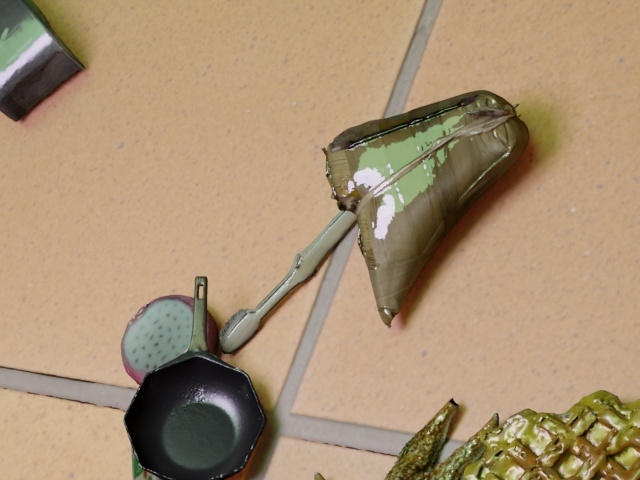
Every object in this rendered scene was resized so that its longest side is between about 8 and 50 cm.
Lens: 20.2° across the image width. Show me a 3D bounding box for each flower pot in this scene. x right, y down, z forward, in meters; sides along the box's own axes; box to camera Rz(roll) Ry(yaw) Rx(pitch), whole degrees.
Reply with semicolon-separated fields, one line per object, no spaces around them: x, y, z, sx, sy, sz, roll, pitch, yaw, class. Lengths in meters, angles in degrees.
-0.378;-0.242;2.109;0.108;0.103;0.229;-42;50;3;flower pot

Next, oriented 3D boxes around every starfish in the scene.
0.080;0.237;1.578;0.217;0.050;0.223;27;83;31;starfish

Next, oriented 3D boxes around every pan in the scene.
-0.103;0.147;1.724;0.128;0.048;0.202;22;65;11;pan

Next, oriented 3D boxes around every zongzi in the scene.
0.114;-0.034;1.694;0.194;0.099;0.197;-20;70;14;zongzi

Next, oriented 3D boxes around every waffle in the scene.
0.226;0.238;1.471;0.245;0.052;0.254;-13;56;18;waffle

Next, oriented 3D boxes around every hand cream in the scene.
-0.166;0.234;1.729;0.057;0.037;0.165;124;144;-45;hand cream

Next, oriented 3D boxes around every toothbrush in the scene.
0.003;0.002;1.776;0.294;0.026;0.028;-45;34;0;toothbrush

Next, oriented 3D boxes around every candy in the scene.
-0.150;0.104;1.796;0.103;0.043;0.103;-17;52;24;candy
